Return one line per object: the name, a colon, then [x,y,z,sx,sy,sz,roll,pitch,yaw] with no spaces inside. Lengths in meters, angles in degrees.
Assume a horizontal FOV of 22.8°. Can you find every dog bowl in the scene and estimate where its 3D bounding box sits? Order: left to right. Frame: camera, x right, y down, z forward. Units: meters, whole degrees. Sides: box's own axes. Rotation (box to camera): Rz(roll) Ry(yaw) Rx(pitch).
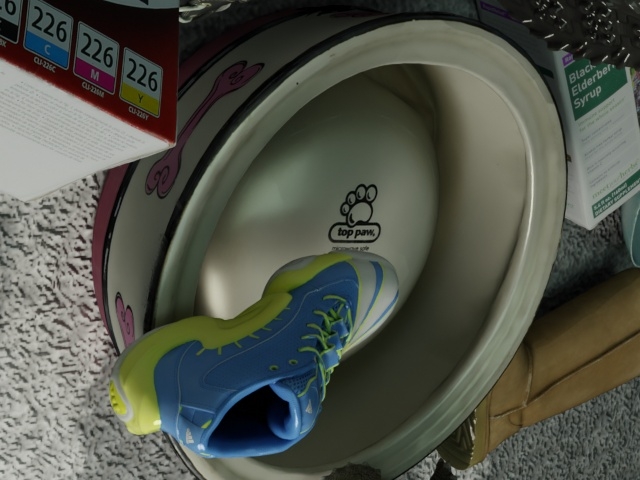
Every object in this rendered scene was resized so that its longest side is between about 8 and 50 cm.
dog bowl: [0.000,0.000,1.248,0.408,0.150,0.408,-20,124,-32]

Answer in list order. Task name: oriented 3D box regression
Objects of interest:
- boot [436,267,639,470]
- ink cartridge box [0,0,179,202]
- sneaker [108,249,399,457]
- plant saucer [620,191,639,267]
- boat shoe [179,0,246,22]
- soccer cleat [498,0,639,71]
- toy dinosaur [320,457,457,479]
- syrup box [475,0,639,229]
boot: [0.227,0.082,1.546,0.269,0.089,0.236,-23,137,-31]
ink cartridge box: [-0.223,-0.205,0.855,0.309,0.130,0.272,25,55,-47]
sneaker: [-0.017,0.088,1.082,0.240,0.126,0.091,-25,127,-29]
plant saucer: [0.337,-0.069,1.567,0.195,0.037,0.195,-45,149,-37]
boat shoe: [-0.081,-0.171,1.034,0.084,0.233,0.079,35,91,-17]
soccer cleat: [0.149,-0.221,1.138,0.116,0.318,0.109,-48,143,-17]
toy dinosaur: [0.047,0.270,1.287,0.160,0.121,0.313,-10,136,-23]
syrup box: [0.221,-0.137,1.407,0.093,0.096,0.237,-37,133,-21]
